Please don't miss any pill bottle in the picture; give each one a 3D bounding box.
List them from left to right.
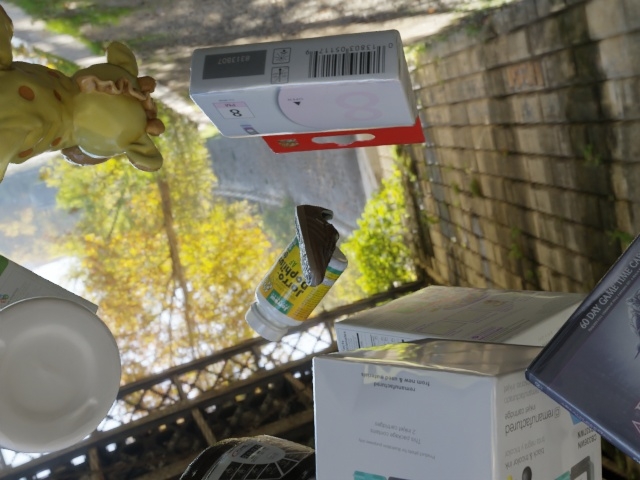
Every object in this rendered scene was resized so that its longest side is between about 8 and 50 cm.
[{"bbox_3d":[-0.247,0.111,0.555,0.112,0.112,0.186,-22,-177,-39],"label":"pill bottle"},{"bbox_3d":[-0.051,0.088,1.314,0.208,0.117,0.117,-52,-178,13],"label":"pill bottle"}]

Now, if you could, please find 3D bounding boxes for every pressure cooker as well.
[{"bbox_3d":[-0.114,0.591,1.354,0.420,0.370,0.376,4,-122,35],"label":"pressure cooker"}]

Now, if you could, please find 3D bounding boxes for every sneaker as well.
[{"bbox_3d":[0.000,0.000,1.145,0.071,0.066,0.188,-3,-138,-8],"label":"sneaker"}]

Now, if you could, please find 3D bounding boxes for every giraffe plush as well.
[{"bbox_3d":[-0.238,-0.120,0.616,0.170,0.181,0.210,-6,-171,-41],"label":"giraffe plush"}]

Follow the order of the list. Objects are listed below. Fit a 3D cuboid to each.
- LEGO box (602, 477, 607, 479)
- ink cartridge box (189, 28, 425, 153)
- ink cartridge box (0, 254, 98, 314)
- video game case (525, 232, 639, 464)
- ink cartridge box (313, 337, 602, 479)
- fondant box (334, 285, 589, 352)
[{"bbox_3d":[0.534,0.709,1.519,0.193,0.373,0.500,-6,180,-15],"label":"LEGO box"},{"bbox_3d":[0.003,-0.118,0.683,0.189,0.066,0.232,-2,159,14],"label":"ink cartridge box"},{"bbox_3d":[-0.407,0.089,0.878,0.062,0.209,0.109,-40,-156,45],"label":"ink cartridge box"},{"bbox_3d":[0.311,0.103,0.460,0.274,0.026,0.196,37,-103,30],"label":"video game case"},{"bbox_3d":[0.129,0.239,0.637,0.197,0.270,0.198,-3,178,44],"label":"ink cartridge box"},{"bbox_3d":[0.218,0.149,1.059,0.238,0.096,0.330,-16,-170,-37],"label":"fondant box"}]
